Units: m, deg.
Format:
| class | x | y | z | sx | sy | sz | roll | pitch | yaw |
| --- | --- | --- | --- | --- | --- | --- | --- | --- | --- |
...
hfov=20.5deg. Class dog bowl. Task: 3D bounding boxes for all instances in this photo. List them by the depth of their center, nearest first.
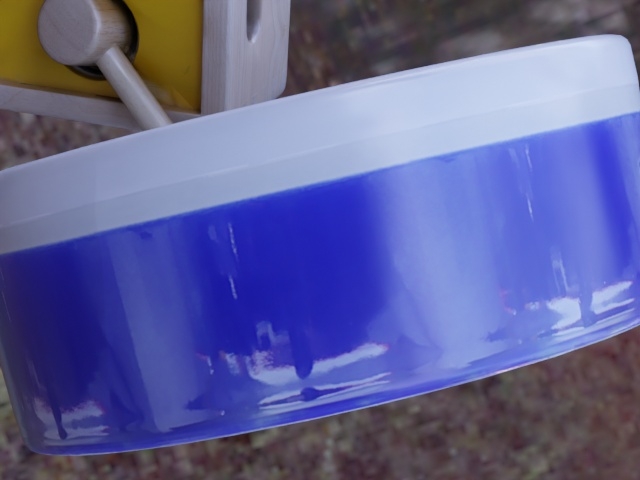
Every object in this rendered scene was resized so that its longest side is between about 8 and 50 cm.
| class | x | y | z | sx | sy | sz | roll | pitch | yaw |
| --- | --- | --- | --- | --- | --- | --- | --- | --- | --- |
| dog bowl | 0.000 | 0.000 | 0.690 | 0.265 | 0.265 | 0.104 | -17 | 94 | -68 |

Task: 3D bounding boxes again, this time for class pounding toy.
| class | x | y | z | sx | sy | sz | roll | pitch | yaw |
| --- | --- | --- | --- | --- | --- | --- | --- | --- | --- |
| pounding toy | -0.069 | -0.086 | 0.663 | 0.100 | 0.130 | 0.141 | -48 | 145 | -63 |
